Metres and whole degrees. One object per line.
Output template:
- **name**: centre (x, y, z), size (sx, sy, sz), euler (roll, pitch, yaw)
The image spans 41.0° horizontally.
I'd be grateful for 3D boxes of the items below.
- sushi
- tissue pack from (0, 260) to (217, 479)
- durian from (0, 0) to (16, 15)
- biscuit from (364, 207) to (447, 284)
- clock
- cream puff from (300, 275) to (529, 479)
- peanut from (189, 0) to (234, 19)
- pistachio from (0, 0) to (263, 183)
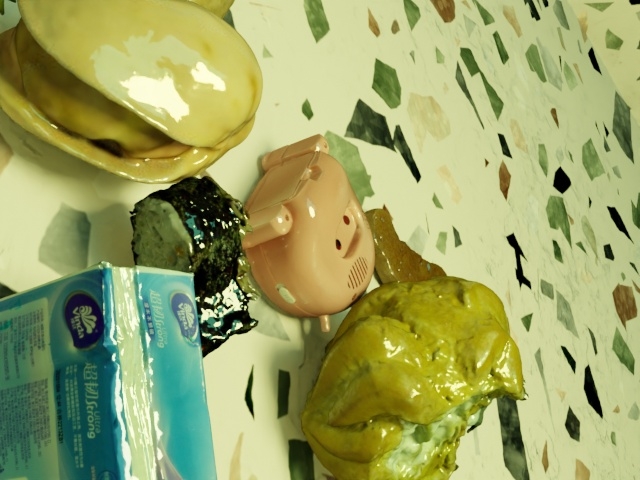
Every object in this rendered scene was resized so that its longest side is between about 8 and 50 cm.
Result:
- **sushi**: centre (-0.139, 0.038, 0.989), size (0.115, 0.147, 0.213), euler (-21, 122, -42)
- **tissue pack**: centre (-0.214, 0.175, 0.826), size (0.146, 0.198, 0.264), euler (11, 66, -54)
- **durian**: centre (-0.419, -0.311, 0.802), size (0.355, 0.169, 0.158), euler (13, 61, -53)
- **biscuit**: centre (0.161, 0.083, 1.500), size (0.320, 0.047, 0.183), euler (53, 37, -24)
- **clock**: centre (0.000, 0.000, 1.247), size (0.241, 0.142, 0.227), euler (55, 38, -26)
- **cream puff**: centre (0.101, 0.182, 1.200), size (0.269, 0.323, 0.274), euler (18, 26, -30)
- **peanut**: centre (-0.182, -0.363, 1.190), size (0.137, 0.122, 0.253), euler (47, 47, -30)
- **pistachio**: centre (-0.209, -0.179, 0.982), size (0.321, 0.229, 0.238), euler (12, 40, -42)
